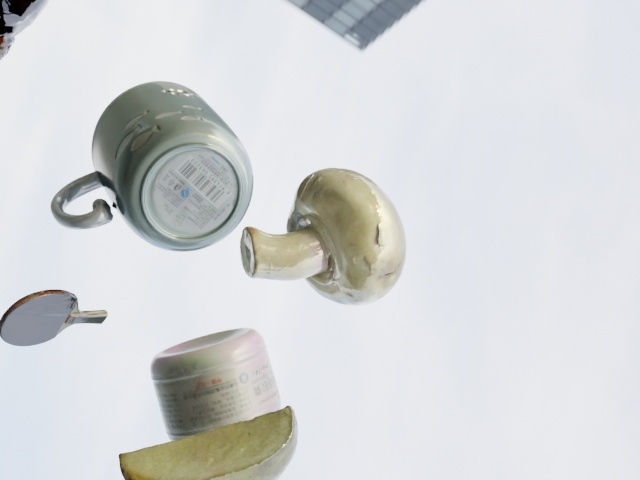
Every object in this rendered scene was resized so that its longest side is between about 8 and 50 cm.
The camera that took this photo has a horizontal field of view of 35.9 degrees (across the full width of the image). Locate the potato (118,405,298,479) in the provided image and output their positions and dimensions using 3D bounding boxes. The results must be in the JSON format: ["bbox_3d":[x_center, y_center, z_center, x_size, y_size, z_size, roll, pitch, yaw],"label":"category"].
[{"bbox_3d":[-0.140,0.357,1.539,0.255,0.269,0.112,-28,-120,4],"label":"potato"}]

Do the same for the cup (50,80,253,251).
[{"bbox_3d":[-0.306,-0.108,1.761,0.356,0.260,0.274,-25,-152,-12],"label":"cup"}]

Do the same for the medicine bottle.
[{"bbox_3d":[-0.198,0.350,2.011,0.241,0.241,0.302,-11,-85,47],"label":"medicine bottle"}]

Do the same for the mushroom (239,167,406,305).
[{"bbox_3d":[0.019,-0.012,2.189,0.355,0.315,0.315,9,-108,10],"label":"mushroom"}]

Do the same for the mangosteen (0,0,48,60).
[{"bbox_3d":[-0.654,-0.481,1.686,0.421,0.380,0.381,-45,-140,32],"label":"mangosteen"}]

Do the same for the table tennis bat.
[{"bbox_3d":[-0.470,0.138,1.752,0.019,0.220,0.130,49,-65,29],"label":"table tennis bat"}]
